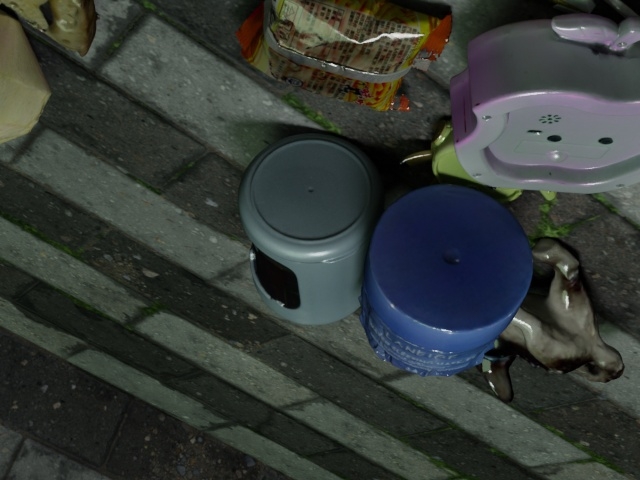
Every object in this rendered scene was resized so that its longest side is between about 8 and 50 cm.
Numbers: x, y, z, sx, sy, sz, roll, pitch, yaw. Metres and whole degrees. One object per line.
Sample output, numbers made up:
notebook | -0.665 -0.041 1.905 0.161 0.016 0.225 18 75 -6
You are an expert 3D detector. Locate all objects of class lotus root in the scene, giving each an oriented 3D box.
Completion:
lotus root | -0.420 -0.391 1.573 0.260 0.075 0.170 35 146 -26

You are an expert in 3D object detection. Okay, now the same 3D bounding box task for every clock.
clock | 0.327 -0.164 1.333 0.338 0.102 0.338 1 161 0
clock | 0.239 -0.118 1.615 0.232 0.069 0.170 -8 141 42

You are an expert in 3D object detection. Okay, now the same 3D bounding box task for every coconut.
coconut | -0.575 -0.272 1.738 0.259 0.259 0.259 16 152 9

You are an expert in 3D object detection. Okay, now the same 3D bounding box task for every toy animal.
toy animal | 0.357 0.171 1.917 0.302 0.194 0.344 42 151 -25

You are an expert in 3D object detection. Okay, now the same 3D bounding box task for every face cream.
face cream | 0.188 0.070 1.650 0.248 0.249 0.225 17 155 6

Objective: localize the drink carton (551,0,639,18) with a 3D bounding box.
drink carton | 0.287 -0.316 1.223 0.200 0.084 0.074 35 180 -25

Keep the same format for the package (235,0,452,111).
package | 0.018 -0.269 1.461 0.288 0.108 0.223 20 154 -4

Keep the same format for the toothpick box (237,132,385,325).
toothpick box | 0.000 0.000 1.826 0.263 0.263 0.355 16 152 9
